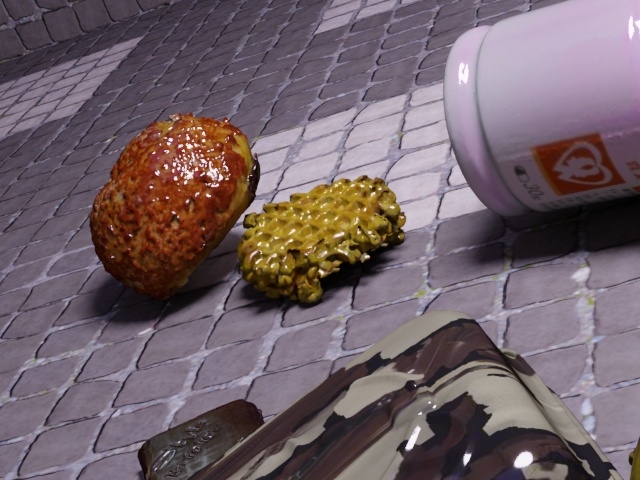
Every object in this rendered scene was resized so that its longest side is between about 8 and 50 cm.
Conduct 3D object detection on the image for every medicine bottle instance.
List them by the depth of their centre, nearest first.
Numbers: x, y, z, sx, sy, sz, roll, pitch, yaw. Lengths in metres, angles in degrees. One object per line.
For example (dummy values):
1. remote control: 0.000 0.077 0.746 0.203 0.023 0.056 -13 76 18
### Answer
1. medicine bottle: 0.298 -0.144 1.294 0.316 0.202 0.202 -11 24 35

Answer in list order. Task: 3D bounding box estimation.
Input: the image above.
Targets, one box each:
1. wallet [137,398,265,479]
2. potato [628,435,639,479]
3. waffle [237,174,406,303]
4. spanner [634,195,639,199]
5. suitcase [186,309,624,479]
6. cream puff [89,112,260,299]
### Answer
1. wallet: -0.087 0.205 1.148 0.122 0.031 0.232 -27 21 -6
2. potato: 0.255 0.162 0.802 0.149 0.113 0.251 -19 22 20
3. waffle: 0.000 0.000 1.499 0.193 0.070 0.197 -23 24 -3
4. spanner: 0.339 -0.042 1.326 0.093 0.026 0.325 -28 21 -12
5. suitcase: 0.022 0.229 0.748 0.351 0.194 0.339 -37 18 3
6. cream puff: -0.176 -0.050 1.598 0.240 0.164 0.240 -46 5 6
